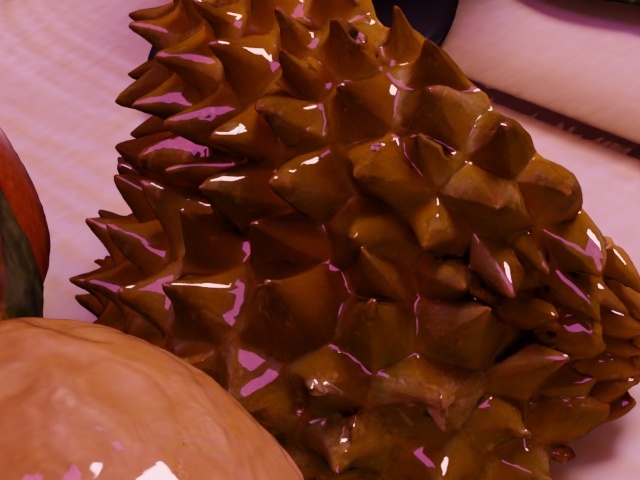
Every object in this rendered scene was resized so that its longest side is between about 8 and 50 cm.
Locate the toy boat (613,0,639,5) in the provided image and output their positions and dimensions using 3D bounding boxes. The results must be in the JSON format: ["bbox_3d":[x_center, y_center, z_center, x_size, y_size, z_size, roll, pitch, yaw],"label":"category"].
[{"bbox_3d":[0.164,-0.140,0.731,0.210,0.052,0.104,18,66,46],"label":"toy boat"}]

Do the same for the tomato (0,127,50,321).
[{"bbox_3d":[-0.247,0.014,0.590,0.309,0.170,0.309,-12,31,7],"label":"tomato"}]

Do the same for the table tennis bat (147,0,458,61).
[{"bbox_3d":[0.001,-0.125,0.819,0.150,0.027,0.236,-3,35,20],"label":"table tennis bat"}]

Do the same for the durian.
[{"bbox_3d":[-0.013,-0.002,0.563,0.186,0.154,0.260,-55,33,-10],"label":"durian"}]

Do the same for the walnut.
[{"bbox_3d":[-0.066,0.094,0.407,0.144,0.144,0.180,-25,36,-12],"label":"walnut"}]
